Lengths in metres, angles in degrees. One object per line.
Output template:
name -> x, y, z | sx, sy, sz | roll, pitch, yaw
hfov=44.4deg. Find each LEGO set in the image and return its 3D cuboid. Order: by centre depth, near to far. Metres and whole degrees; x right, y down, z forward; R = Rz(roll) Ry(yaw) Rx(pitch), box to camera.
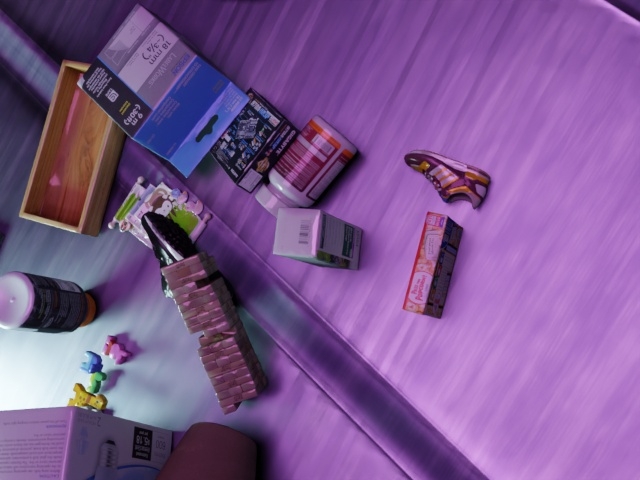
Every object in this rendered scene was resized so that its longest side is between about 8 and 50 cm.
LEGO set -> -0.512, 0.342, 1.819 | 0.093, 0.087, 0.227 | 20, 90, 24

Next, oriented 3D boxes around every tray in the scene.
tray -> -0.597, -0.231, 1.954 | 0.203, 0.076, 0.410 | 14, 88, 23

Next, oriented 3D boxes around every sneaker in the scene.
sneaker -> 0.246, -0.124, 1.593 | 0.186, 0.069, 0.083 | 20, 84, 25
sneaker -> -0.333, 0.064, 1.771 | 0.124, 0.107, 0.283 | -46, 76, 17

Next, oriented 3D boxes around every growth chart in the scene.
growth chart -> -0.380, -0.053, 1.864 | 0.237, 0.021, 0.172 | 30, 94, 21

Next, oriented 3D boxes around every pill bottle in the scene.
pill bottle -> -0.034, -0.149, 1.683 | 0.121, 0.121, 0.221 | 44, 99, 22
pill bottle -> -0.628, 0.150, 1.809 | 0.130, 0.246, 0.130 | -4, 78, 21

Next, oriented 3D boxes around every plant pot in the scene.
plant pot -> -0.231, 0.506, 1.600 | 0.263, 0.263, 0.229 | 3, 54, 23

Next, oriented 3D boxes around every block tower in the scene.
block tower -> -0.219, 0.191, 1.665 | 0.097, 0.091, 0.335 | -20, 95, 12

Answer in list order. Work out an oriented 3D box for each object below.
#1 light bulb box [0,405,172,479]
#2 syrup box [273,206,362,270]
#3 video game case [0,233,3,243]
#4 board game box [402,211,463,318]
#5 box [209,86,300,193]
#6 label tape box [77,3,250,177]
light bulb box -> -0.503, 0.550, 1.603 | 0.225, 0.358, 0.361 | -8, 67, 22
syrup box -> 0.000, 0.000, 1.581 | 0.096, 0.237, 0.093 | 4, 84, 24
video game case -> -0.981, 0.030, 2.095 | 0.274, 0.026, 0.196 | 21, 90, 25
board game box -> 0.223, 0.052, 1.532 | 0.045, 0.147, 0.193 | 13, 86, 23
box -> -0.155, -0.224, 1.729 | 0.175, 0.051, 0.220 | -51, 38, 8
label tape box -> -0.360, -0.342, 1.781 | 0.334, 0.106, 0.240 | 43, 99, 22
